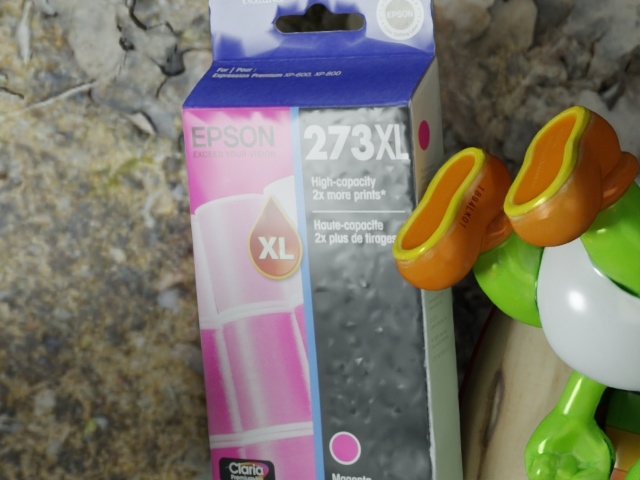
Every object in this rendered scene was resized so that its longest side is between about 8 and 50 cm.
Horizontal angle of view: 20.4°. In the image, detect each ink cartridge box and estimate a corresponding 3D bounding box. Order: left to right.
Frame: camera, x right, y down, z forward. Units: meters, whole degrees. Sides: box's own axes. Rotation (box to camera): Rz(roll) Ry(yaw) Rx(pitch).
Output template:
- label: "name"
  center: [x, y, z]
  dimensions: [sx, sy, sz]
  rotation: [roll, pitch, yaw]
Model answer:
- label: "ink cartridge box"
  center: [0.000, 0.000, 1.242]
  dimensions: [0.069, 0.175, 0.371]
  rotation: [-21, 110, -64]

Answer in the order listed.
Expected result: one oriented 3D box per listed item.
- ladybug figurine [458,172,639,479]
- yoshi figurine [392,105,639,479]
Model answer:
- label: "ladybug figurine"
  center: [0.229, 0.148, 1.363]
  dimensions: [0.305, 0.162, 0.449]
  rotation: [15, 93, -24]
- label: "yoshi figurine"
  center: [0.213, 0.099, 1.169]
  dimensions: [0.203, 0.203, 0.362]
  rotation: [-43, 113, 7]
